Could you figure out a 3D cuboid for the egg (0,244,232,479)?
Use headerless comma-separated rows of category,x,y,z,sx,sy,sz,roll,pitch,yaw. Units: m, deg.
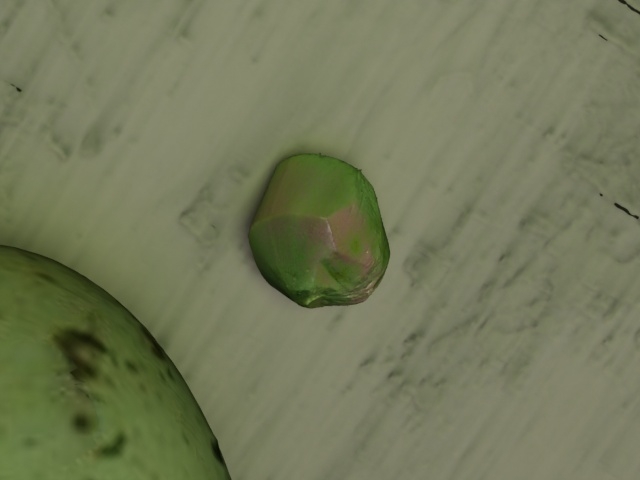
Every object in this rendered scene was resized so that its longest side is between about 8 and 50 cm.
egg,-0.176,0.190,1.001,0.288,0.287,0.379,-7,95,-11

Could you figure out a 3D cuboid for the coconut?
coconut,0.000,0.000,1.089,0.082,0.081,0.083,29,143,-21
